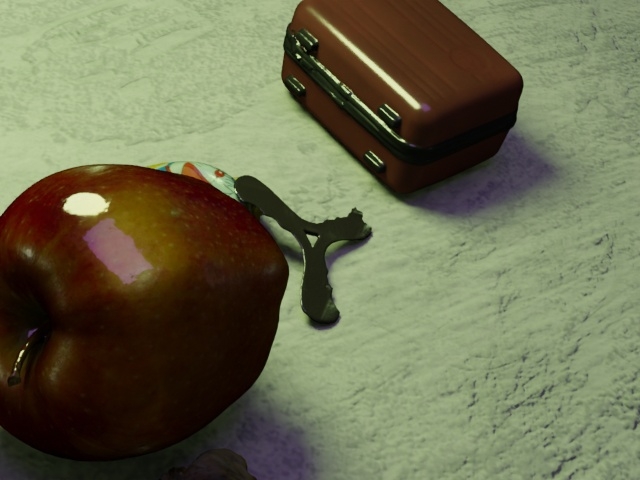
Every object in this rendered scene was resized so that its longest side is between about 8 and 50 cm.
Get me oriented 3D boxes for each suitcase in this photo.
[{"bbox_3d":[0.109,-0.221,1.673,0.236,0.161,0.297,-24,56,-34],"label":"suitcase"}]

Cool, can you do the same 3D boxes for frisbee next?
[{"bbox_3d":[0.000,0.000,1.500,0.187,0.012,0.211,-13,69,-45],"label":"frisbee"}]

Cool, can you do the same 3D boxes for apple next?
[{"bbox_3d":[-0.194,0.064,1.209,0.288,0.288,0.316,43,36,25],"label":"apple"}]

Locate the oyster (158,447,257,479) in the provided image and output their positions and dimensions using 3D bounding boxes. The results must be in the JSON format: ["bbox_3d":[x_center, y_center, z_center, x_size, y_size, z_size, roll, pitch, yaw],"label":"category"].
[{"bbox_3d":[-0.151,0.295,1.113,0.341,0.110,0.166,-17,58,-47],"label":"oyster"}]

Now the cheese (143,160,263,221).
[{"bbox_3d":[-0.187,-0.028,1.455,0.270,0.069,0.177,-15,52,-29],"label":"cheese"}]
